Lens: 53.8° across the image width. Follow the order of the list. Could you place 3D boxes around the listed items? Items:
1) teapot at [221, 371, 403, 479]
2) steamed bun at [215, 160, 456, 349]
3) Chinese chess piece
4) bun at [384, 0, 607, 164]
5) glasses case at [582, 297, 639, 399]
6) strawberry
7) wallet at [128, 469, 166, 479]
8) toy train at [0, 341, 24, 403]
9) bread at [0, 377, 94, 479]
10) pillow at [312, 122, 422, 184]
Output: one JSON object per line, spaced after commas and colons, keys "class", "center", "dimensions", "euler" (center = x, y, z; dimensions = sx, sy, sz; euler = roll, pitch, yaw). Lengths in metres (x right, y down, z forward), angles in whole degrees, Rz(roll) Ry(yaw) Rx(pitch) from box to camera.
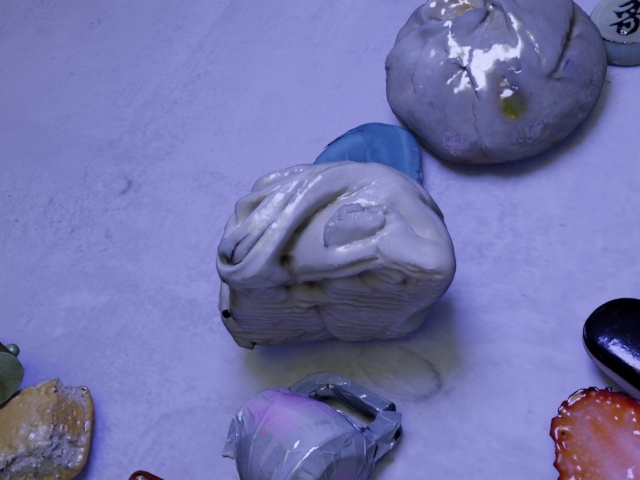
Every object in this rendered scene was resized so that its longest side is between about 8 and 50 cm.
{"class": "teapot", "center": [-0.020, 0.260, 0.846], "dimensions": [0.222, 0.163, 0.178], "euler": [-48, 48, -11]}
{"class": "steamed bun", "center": [0.000, 0.000, 0.895], "dimensions": [0.393, 0.346, 0.238], "euler": [-22, 55, 34]}
{"class": "Chinese chess piece", "center": [0.533, -0.368, 1.082], "dimensions": [0.144, 0.058, 0.144], "euler": [-10, 57, 16]}
{"class": "bun", "center": [0.283, -0.306, 1.046], "dimensions": [0.364, 0.219, 0.366], "euler": [-10, 60, 17]}
{"class": "glasses case", "center": [0.459, 0.180, 0.746], "dimensions": [0.122, 0.075, 0.314], "euler": [-33, 51, -22]}
{"class": "strawberry", "center": [0.369, 0.280, 0.723], "dimensions": [0.190, 0.111, 0.237], "euler": [-38, 29, 9]}
{"class": "wallet", "center": [-0.167, 0.380, 0.799], "dimensions": [0.045, 0.204, 0.142], "euler": [-31, 53, -2]}
{"class": "toy train", "center": [-0.612, 0.215, 1.058], "dimensions": [0.189, 0.127, 0.307], "euler": [-40, 22, -28]}
{"class": "bread", "center": [-0.485, 0.326, 1.013], "dimensions": [0.245, 0.121, 0.174], "euler": [-27, 39, 11]}
{"class": "pillow", "center": [0.072, -0.109, 1.090], "dimensions": [0.214, 0.086, 0.234], "euler": [-17, 53, 18]}
